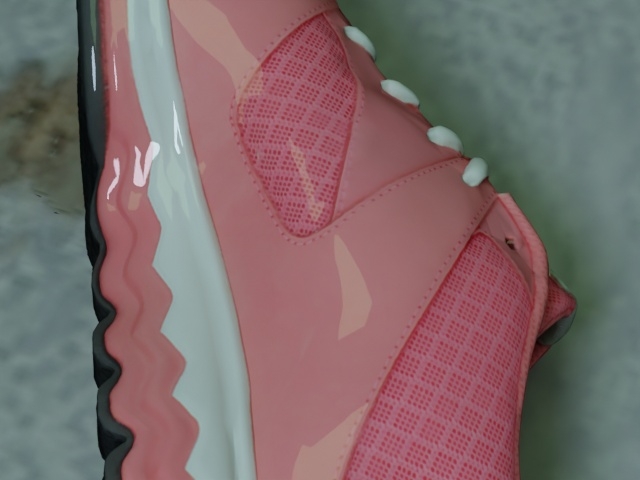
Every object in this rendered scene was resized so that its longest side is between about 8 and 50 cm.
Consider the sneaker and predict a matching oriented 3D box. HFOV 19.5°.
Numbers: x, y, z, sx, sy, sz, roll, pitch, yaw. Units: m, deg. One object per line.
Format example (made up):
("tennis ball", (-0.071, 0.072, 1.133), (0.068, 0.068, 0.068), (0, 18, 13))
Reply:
("sneaker", (0.000, 0.001, 0.539), (0.136, 0.116, 0.314), (-3, 64, -8))
